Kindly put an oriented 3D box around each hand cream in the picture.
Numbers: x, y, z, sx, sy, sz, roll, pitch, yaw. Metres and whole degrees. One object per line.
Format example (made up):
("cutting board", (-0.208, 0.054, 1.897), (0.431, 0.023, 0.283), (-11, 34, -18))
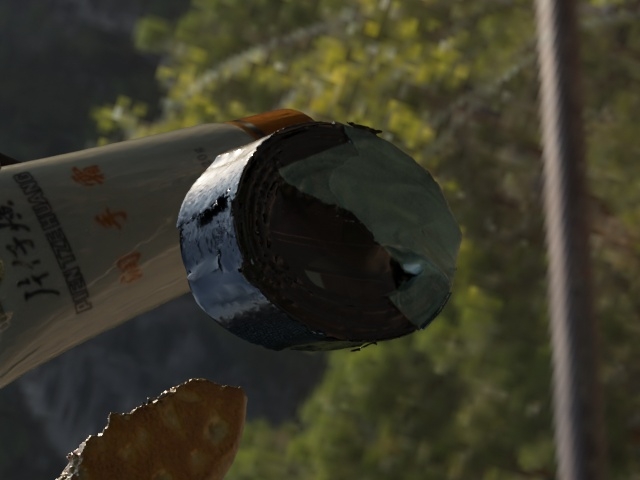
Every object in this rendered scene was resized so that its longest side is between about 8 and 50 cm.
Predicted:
("hand cream", (-0.131, -0.008, 1.125), (0.089, 0.314, 0.140), (-33, 82, 53))

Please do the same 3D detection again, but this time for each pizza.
("pizza", (-0.162, 0.209, 1.808), (0.058, 0.127, 0.246), (-26, 12, 49))

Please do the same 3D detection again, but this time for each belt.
("belt", (0.000, 0.000, 0.881), (0.058, 0.140, 0.105), (-17, 64, 54))

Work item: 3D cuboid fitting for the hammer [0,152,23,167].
("hammer", (-0.305, 0.026, 1.163), (0.095, 0.242, 0.409), (-48, 23, 24))
